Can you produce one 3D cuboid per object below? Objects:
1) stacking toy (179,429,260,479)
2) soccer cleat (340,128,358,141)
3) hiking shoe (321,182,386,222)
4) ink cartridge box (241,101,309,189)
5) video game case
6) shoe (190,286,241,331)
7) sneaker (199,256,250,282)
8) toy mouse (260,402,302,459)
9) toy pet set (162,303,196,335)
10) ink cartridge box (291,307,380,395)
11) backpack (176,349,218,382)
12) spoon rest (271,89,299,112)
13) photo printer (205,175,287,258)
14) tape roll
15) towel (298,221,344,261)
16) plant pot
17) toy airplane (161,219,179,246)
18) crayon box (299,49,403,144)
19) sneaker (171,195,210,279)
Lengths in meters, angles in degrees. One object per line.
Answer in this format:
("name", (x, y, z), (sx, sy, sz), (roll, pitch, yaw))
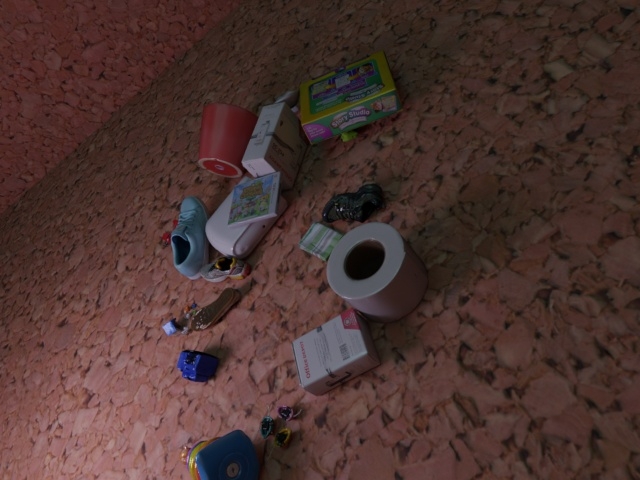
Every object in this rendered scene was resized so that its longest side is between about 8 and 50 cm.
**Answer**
("stacking toy", (-0.324, 0.638, 1.491), (0.302, 0.166, 0.175), (-17, 91, 49))
("soccer cleat", (0.100, -0.441, 2.010), (0.072, 0.060, 0.178), (-13, 44, -2))
("hiking shoe", (0.105, -0.105, 1.731), (0.227, 0.086, 0.114), (-26, 44, 19))
("ink cartridge box", (-0.167, -0.363, 2.040), (0.117, 0.207, 0.283), (-2, 59, 34))
("video game case", (-0.241, -0.151, 1.920), (0.213, 0.023, 0.193), (-14, 54, 26))
("shoe", (-0.374, 0.254, 1.865), (0.219, 0.058, 0.076), (-41, 64, 11))
("sneaker", (-0.370, 0.097, 1.942), (0.225, 0.093, 0.088), (-11, 54, 32))
("toy mouse", (-0.120, 0.521, 1.487), (0.161, 0.031, 0.143), (-47, 44, -1))
("toy pet set", (-0.524, 0.298, 1.932), (0.114, 0.065, 0.122), (-33, 45, 14))
("ink cartridge box", (0.040, 0.318, 1.470), (0.218, 0.092, 0.158), (-30, 46, 14))
("backpack", (-0.426, 0.420, 1.746), (0.120, 0.098, 0.101), (3, 66, 38))
("spoon rest", (-0.142, -0.577, 2.154), (0.137, 0.084, 0.276), (-30, 5, 5))
("photo printer", (-0.302, -0.083, 2.010), (0.307, 0.107, 0.256), (-52, 44, -6))
("tape roll", (0.162, 0.093, 1.485), (0.246, 0.169, 0.246), (-19, 50, 25))
("towel", (0.000, 0.000, 1.781), (0.152, 0.023, 0.113), (27, 78, 45))
("plant pot", (-0.401, -0.418, 2.236), (0.275, 0.275, 0.243), (2, 72, 38))
("toy airplane", (-0.651, -0.035, 2.298), (0.151, 0.028, 0.151), (-18, 51, 24))
("crayon box", (0.107, -0.549, 1.980), (0.363, 0.106, 0.313), (-18, 44, 13))
("sneaker", (-0.523, -0.034, 2.062), (0.135, 0.150, 0.365), (-18, 64, 14))
